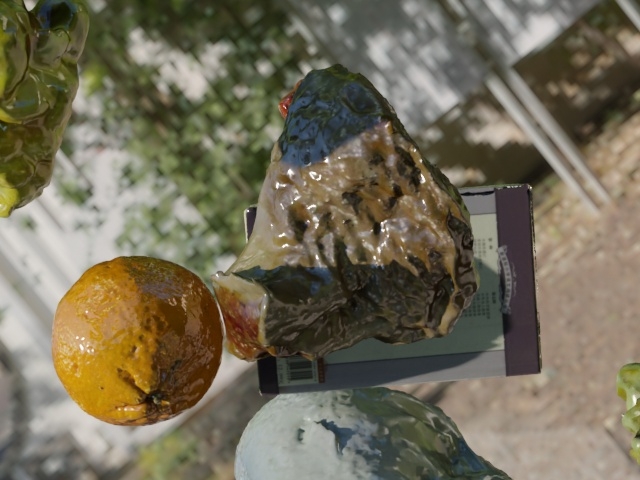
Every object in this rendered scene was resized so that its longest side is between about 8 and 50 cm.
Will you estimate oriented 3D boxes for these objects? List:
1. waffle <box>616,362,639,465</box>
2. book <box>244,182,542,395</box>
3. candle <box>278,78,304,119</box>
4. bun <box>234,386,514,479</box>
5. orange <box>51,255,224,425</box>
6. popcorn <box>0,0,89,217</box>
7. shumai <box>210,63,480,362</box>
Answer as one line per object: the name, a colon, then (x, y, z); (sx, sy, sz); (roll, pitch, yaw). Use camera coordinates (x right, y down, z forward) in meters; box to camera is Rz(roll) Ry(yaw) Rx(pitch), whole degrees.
waffle: (0.382, 0.153, 1.368); (0.297, 0.073, 0.317); (-6, 22, -11)
book: (0.059, 0.039, 1.456); (0.231, 0.158, 0.026); (-4, 13, -1)
candle: (0.018, -0.070, 1.634); (0.053, 0.162, 0.048); (-28, 14, 44)
bun: (0.083, 0.258, 1.563); (0.194, 0.354, 0.354); (-42, 3, -2)
orange: (-0.136, 0.080, 1.384); (0.135, 0.117, 0.136); (-25, -44, -27)
popcorn: (-0.369, -0.163, 1.808); (0.235, 0.250, 0.242); (-23, 57, 43)
shumai: (0.000, 0.000, 1.219); (0.175, 0.206, 0.166); (-28, 28, -14)
